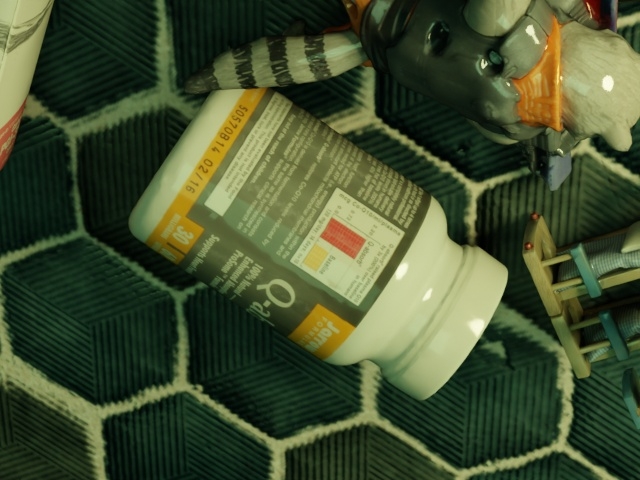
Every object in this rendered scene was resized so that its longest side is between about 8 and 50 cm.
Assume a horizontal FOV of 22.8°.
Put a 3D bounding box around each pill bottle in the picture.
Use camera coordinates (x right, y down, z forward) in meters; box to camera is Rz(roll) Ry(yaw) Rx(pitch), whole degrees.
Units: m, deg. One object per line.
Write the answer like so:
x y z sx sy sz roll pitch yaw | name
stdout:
0.000 0.000 1.269 0.278 0.162 0.162 34 120 -5 | pill bottle

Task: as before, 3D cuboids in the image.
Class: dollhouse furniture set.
0.234 0.055 1.228 0.129 0.184 0.129 -18 112 22 | dollhouse furniture set

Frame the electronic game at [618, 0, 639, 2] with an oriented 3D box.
0.194 -0.244 1.109 0.229 0.048 0.229 9 150 5 | electronic game

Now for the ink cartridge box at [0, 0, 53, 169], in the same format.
-0.323 -0.202 1.263 0.207 0.117 0.283 24 121 1 | ink cartridge box

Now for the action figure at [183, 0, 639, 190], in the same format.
0.086 -0.119 1.140 0.330 0.178 0.341 15 147 30 | action figure
